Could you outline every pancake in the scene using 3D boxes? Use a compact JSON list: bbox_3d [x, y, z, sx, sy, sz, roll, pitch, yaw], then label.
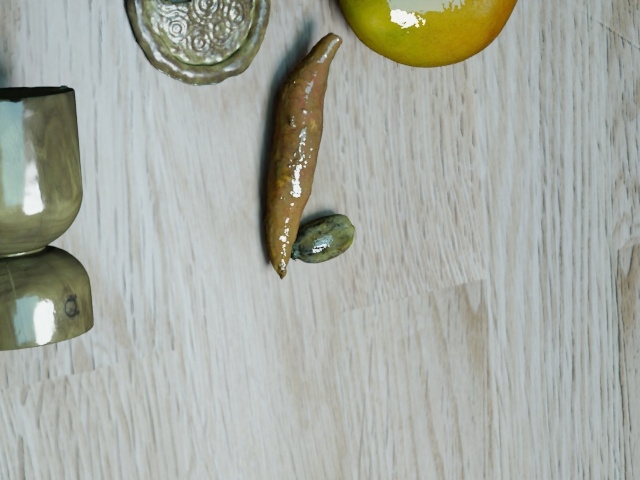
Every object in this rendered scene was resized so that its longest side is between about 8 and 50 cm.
[{"bbox_3d":[-0.139,-0.276,1.824,0.190,0.020,0.184,-48,119,-19],"label":"pancake"}]

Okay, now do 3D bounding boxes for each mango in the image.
[{"bbox_3d":[0.143,-0.308,1.943,0.255,0.139,0.175,-23,102,-22],"label":"mango"}]

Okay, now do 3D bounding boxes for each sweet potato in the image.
[{"bbox_3d":[-0.032,-0.108,1.889,0.072,0.066,0.314,8,92,-66],"label":"sweet potato"}]

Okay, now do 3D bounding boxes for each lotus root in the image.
[{"bbox_3d":[0.000,0.000,1.941,0.099,0.049,0.054,-24,111,-23],"label":"lotus root"}]

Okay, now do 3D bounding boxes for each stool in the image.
[{"bbox_3d":[-0.342,-0.029,1.625,0.179,0.179,0.264,-10,102,-33],"label":"stool"}]
